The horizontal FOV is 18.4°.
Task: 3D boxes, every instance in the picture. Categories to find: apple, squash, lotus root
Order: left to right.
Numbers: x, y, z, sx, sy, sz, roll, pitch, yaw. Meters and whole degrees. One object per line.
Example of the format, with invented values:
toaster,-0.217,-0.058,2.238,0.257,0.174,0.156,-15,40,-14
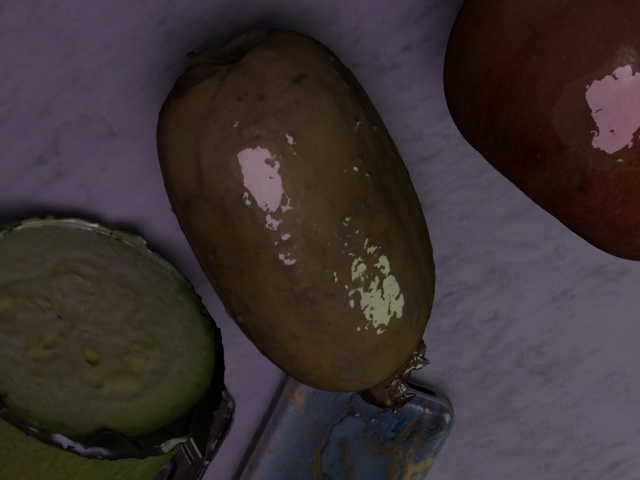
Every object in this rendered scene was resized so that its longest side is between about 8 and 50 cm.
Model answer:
squash,-0.185,0.092,1.462,0.220,0.220,0.133,15,143,-15
lotus root,0.000,0.000,1.442,0.151,0.169,0.342,-1,128,42
apple,0.217,-0.116,1.372,0.254,0.253,0.253,-3,119,-6

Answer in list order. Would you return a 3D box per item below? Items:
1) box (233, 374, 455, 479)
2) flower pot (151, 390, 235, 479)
box,-0.008,0.225,1.636,0.142,0.044,0.285,21,114,-13
flower pot,-0.180,0.199,1.575,0.179,0.084,0.251,19,115,-16
